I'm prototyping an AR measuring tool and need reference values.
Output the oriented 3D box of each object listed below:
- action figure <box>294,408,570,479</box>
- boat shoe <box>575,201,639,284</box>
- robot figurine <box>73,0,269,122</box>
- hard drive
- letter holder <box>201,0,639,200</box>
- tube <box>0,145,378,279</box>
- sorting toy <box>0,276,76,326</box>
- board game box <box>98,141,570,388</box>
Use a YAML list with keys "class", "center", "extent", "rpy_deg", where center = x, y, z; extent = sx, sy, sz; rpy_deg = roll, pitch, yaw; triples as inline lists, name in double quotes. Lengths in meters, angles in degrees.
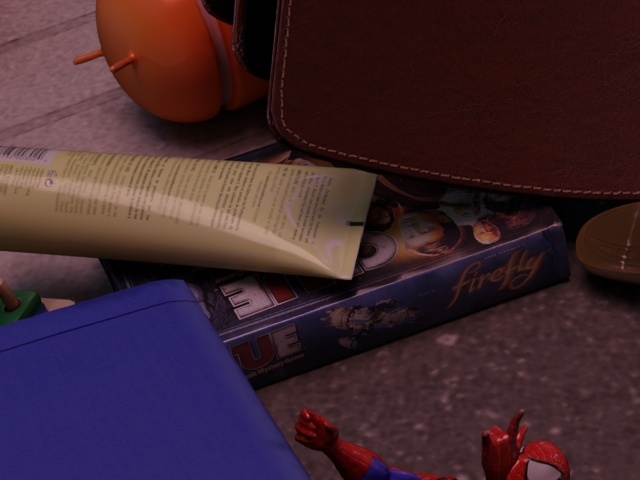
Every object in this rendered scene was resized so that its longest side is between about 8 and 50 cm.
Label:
- class: "action figure"
  center: [-0.004, 0.139, 0.838]
  extent: [0.280, 0.139, 0.091]
  rpy_deg: [-24, 41, -20]
- class: "boat shoe"
  center: [0.218, 0.009, 1.023]
  extent: [0.153, 0.048, 0.056]
  rpy_deg: [-5, 50, 18]
- class: "robot figurine"
  center: [-0.053, -0.156, 1.219]
  extent: [0.219, 0.128, 0.158]
  rpy_deg: [-25, 62, -18]
- class: "hard drive"
  center: [-0.117, 0.117, 0.788]
  extent: [0.210, 0.040, 0.318]
  rpy_deg: [-16, 25, -12]
- class: "letter holder"
  center: [0.092, -0.132, 1.090]
  extent: [0.302, 0.214, 0.152]
  rpy_deg: [5, -1, -22]
- class: "tube"
  center: [-0.092, -0.016, 1.048]
  extent: [0.240, 0.062, 0.070]
  rpy_deg: [3, 84, 10]
- class: "sorting toy"
  center: [-0.213, 0.069, 1.011]
  extent: [0.274, 0.046, 0.132]
  rpy_deg: [3, 46, 32]
- class: "board game box"
  center: [0.000, 0.000, 1.080]
  extent: [0.243, 0.042, 0.165]
  rpy_deg: [-19, 39, -10]
